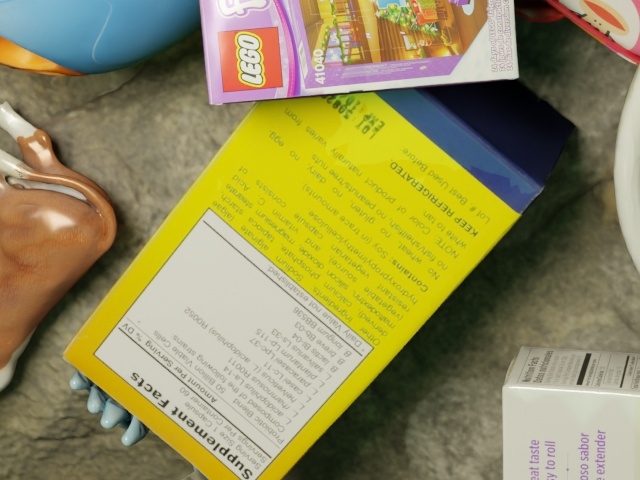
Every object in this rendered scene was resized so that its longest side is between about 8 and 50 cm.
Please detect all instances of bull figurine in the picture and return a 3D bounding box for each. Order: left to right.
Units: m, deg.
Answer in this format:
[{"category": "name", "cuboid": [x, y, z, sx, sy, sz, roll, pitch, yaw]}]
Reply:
[{"category": "bull figurine", "cuboid": [-0.302, 0.031, 1.313, 0.188, 0.101, 0.310, 46, 114, 0]}]

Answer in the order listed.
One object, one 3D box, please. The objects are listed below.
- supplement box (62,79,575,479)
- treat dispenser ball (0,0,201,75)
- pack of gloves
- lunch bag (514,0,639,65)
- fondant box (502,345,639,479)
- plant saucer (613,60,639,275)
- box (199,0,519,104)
[{"category": "supplement box", "cuboid": [0.000, 0.000, 1.162, 0.194, 0.195, 0.356, 41, 113, 1]}, {"category": "treat dispenser ball", "cuboid": [-0.182, -0.262, 1.078, 0.288, 0.288, 0.288, 5, 109, 15]}, {"category": "pack of gloves", "cuboid": [-0.116, 0.161, 1.246, 0.046, 0.232, 0.195, -45, 92, 0]}, {"category": "lunch bag", "cuboid": [0.191, -0.262, 1.045, 0.293, 0.120, 0.258, 38, 123, -4]}, {"category": "fondant box", "cuboid": [0.314, 0.219, 1.194, 0.330, 0.096, 0.238, 3, 109, 17]}, {"category": "plant saucer", "cuboid": [0.401, -0.074, 1.029, 0.400, 0.100, 0.400, 3, 121, 5]}, {"category": "box", "cuboid": [0.014, -0.240, 0.953, 0.201, 0.057, 0.293, -5, 99, -4]}]
